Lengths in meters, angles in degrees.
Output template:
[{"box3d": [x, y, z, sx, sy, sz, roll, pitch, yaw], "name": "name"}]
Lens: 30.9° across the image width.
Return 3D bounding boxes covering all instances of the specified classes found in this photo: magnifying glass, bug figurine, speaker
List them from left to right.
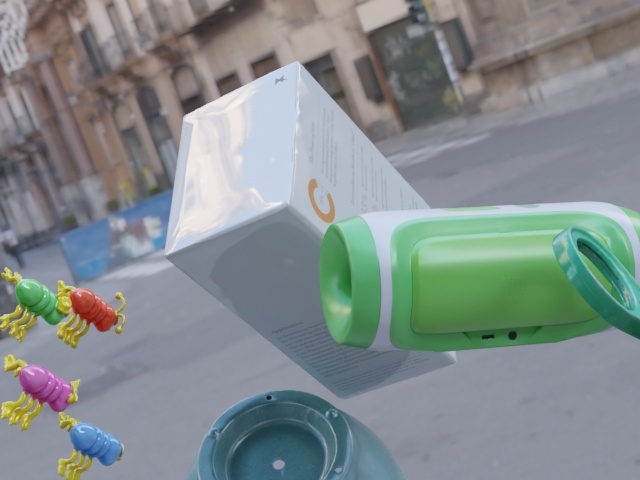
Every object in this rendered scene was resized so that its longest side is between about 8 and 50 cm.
[{"box3d": [-0.315, 0.152, 1.456, 0.072, 0.279, 0.216, -20, -32, 19], "name": "bug figurine"}, {"box3d": [0.155, 0.031, 1.065, 0.296, 0.131, 0.131, -3, 1, -16], "name": "speaker"}, {"box3d": [0.279, 0.069, 0.976, 0.026, 0.231, 0.092, -40, 23, 24], "name": "magnifying glass"}]

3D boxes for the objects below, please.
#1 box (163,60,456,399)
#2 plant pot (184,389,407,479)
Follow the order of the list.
[{"box3d": [0.000, 0.000, 1.348, 0.168, 0.345, 0.215, -22, 45, 26], "name": "box"}, {"box3d": [-0.035, 0.294, 1.311, 0.293, 0.196, 0.293, -6, 43, 6], "name": "plant pot"}]
